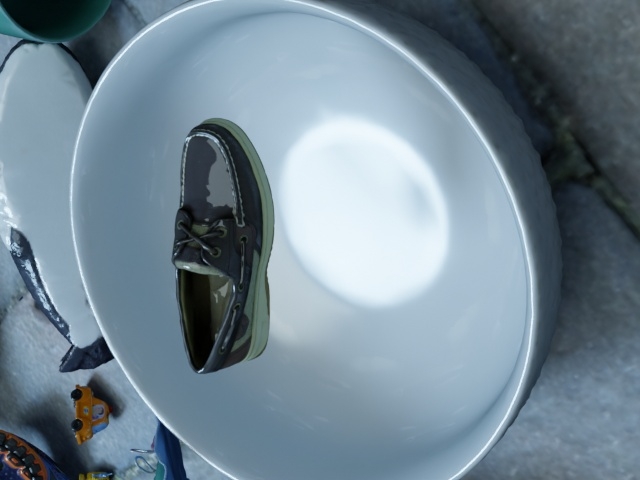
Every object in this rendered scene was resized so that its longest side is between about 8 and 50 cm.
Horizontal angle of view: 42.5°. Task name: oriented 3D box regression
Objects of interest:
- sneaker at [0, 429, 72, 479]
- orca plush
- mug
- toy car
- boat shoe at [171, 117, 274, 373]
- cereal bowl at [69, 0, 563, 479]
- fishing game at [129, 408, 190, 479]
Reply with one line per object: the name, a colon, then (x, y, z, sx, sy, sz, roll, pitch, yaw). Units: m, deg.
sneaker: (-0.290, 0.283, 0.894, 0.221, 0.083, 0.087, 54, 170, -10)
orca plush: (-0.221, -0.035, 0.737, 0.151, 0.102, 0.287, -23, 110, -8)
mug: (-0.224, -0.229, 0.627, 0.098, 0.157, 0.129, 16, 141, 27)
toy car: (-0.234, 0.202, 0.857, 0.041, 0.060, 0.122, -4, 134, -11)
boat shoe: (-0.060, 0.007, 0.476, 0.056, 0.049, 0.152, 6, 111, 32)
cereal bowl: (0.000, 0.000, 0.553, 0.339, 0.141, 0.338, 12, 114, 28)
fishing game: (-0.121, 0.205, 0.659, 0.041, 0.264, 0.189, -14, 124, -8)
